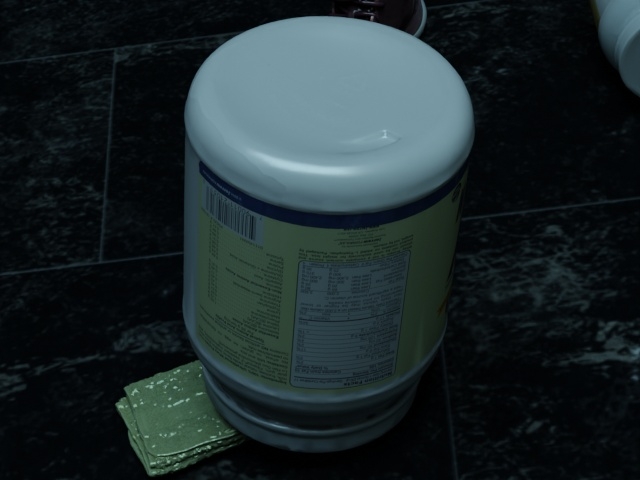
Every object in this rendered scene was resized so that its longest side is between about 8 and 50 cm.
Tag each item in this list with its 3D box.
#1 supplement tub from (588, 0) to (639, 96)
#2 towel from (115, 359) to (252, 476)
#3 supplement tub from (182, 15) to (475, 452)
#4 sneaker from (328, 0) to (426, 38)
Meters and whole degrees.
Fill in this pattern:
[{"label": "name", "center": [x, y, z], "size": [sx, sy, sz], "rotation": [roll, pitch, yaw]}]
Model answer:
[{"label": "supplement tub", "center": [0.352, -0.254, 1.790], "size": [0.144, 0.144, 0.200], "rotation": [-8, 47, 3]}, {"label": "towel", "center": [-0.106, 0.154, 1.574], "size": [0.148, 0.027, 0.110], "rotation": [-22, 46, -9]}, {"label": "supplement tub", "center": [0.000, 0.000, 1.470], "size": [0.235, 0.325, 0.235], "rotation": [2, 41, -2]}, {"label": "sneaker", "center": [0.021, -0.224, 1.810], "size": [0.106, 0.162, 0.281], "rotation": [12, 50, 21]}]
